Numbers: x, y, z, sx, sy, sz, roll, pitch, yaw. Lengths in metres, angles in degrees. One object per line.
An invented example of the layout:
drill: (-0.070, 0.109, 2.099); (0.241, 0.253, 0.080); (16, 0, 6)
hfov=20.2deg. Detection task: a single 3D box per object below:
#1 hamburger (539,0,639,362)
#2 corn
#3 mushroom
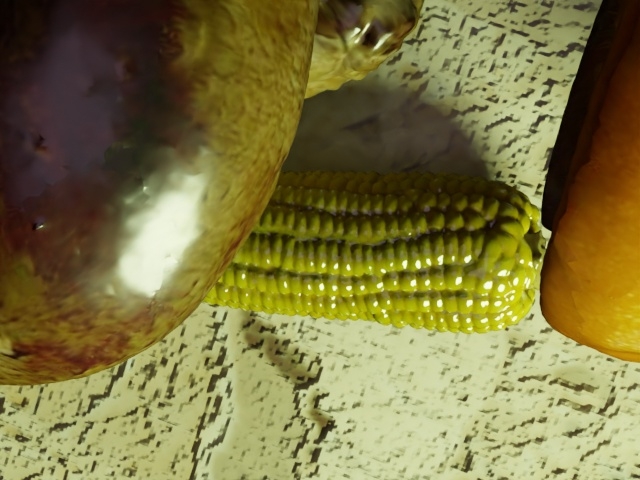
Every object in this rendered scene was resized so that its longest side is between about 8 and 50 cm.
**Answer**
hamburger: (0.247, -0.072, 0.719); (0.250, 0.330, 0.330); (23, 106, 11)
corn: (0.000, 0.000, 0.912); (0.231, 0.080, 0.080); (6, 103, 14)
mushroom: (-0.147, -0.115, 0.838); (0.345, 0.345, 0.239); (-9, 141, 13)
